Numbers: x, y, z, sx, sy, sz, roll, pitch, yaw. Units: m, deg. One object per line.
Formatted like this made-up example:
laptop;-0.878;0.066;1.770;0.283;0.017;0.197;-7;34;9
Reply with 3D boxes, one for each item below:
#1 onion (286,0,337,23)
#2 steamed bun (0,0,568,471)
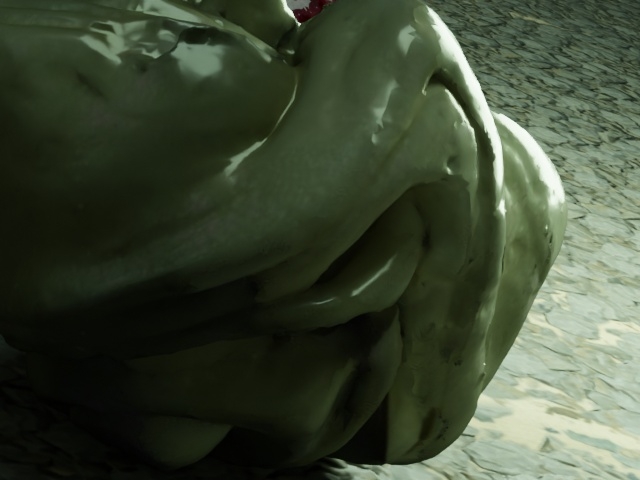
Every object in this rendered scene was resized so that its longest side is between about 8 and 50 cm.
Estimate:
onion;-0.106;-0.134;1.372;0.260;0.282;0.337;-17;69;-22
steamed bun;-0.048;0.011;1.020;0.339;0.352;0.247;2;56;20
